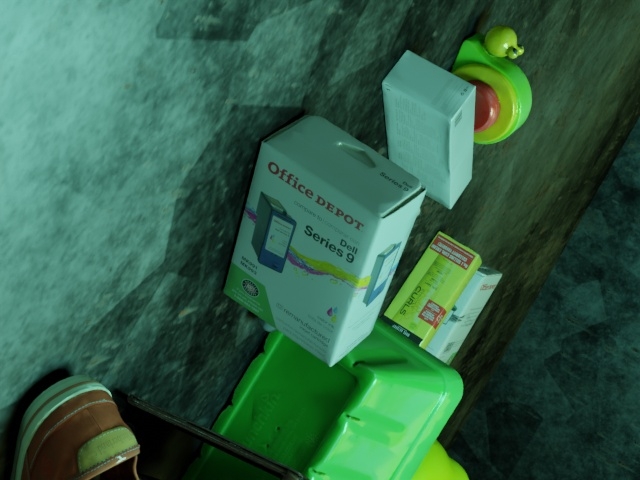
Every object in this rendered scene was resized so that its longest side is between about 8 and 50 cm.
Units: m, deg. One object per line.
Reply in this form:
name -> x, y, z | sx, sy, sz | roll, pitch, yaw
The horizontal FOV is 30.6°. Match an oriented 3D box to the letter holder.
letter holder -> -0.118, 0.290, 1.263 | 0.152, 0.215, 0.302 | -63, 164, -11

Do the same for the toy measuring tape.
toy measuring tape -> 0.205, -0.139, 1.596 | 0.121, 0.121, 0.330 | -35, 151, -51

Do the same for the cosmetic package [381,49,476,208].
cosmetic package -> 0.136, -0.133, 1.453 | 0.060, 0.099, 0.239 | -55, 163, -17

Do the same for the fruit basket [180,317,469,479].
fruit basket -> 0.039, 0.292, 1.587 | 0.392, 0.283, 0.392 | -33, 141, -32

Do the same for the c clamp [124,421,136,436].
c clamp -> -0.230, 0.213, 1.179 | 0.137, 0.022, 0.161 | -57, 162, -2

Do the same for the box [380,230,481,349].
box -> 0.173, 0.105, 1.962 | 0.232, 0.087, 0.058 | -55, 162, -6

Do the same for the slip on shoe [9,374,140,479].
slip on shoe -> -0.232, 0.270, 1.107 | 0.123, 0.101, 0.331 | -23, 143, -38

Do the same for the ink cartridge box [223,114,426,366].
ink cartridge box -> 0.000, 0.000, 1.217 | 0.093, 0.154, 0.212 | -35, 152, -47

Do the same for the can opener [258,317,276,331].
can opener -> 0.006, 0.046, 1.481 | 0.093, 0.074, 0.280 | -28, 175, 29

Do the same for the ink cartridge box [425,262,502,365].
ink cartridge box -> 0.227, 0.133, 2.135 | 0.219, 0.093, 0.160 | -61, 162, 9
